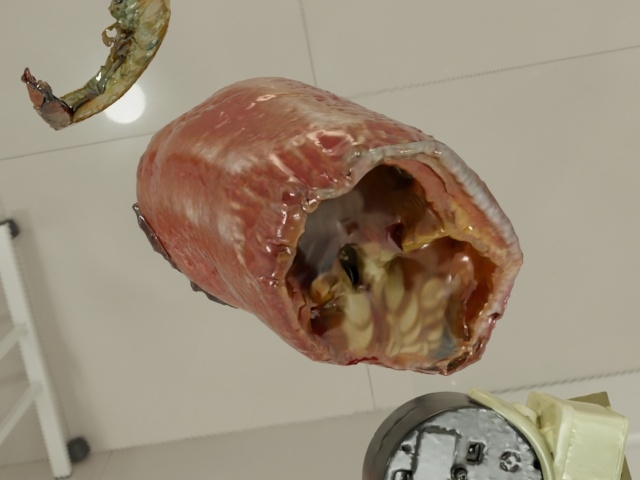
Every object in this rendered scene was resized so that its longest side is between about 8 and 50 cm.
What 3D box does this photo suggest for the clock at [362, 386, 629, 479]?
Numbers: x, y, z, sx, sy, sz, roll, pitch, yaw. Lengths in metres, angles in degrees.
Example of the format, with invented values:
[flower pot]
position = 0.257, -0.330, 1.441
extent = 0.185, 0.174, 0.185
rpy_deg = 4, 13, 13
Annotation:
[clock]
position = 0.156, 0.333, 0.841
extent = 0.277, 0.120, 0.378
rpy_deg = 7, 93, -11

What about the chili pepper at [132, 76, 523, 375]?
[chili pepper]
position = 0.000, 0.000, 0.701
extent = 0.229, 0.305, 0.251
rpy_deg = -39, 118, -5

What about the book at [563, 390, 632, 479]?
[book]
position = 0.295, 0.303, 1.186
extent = 0.231, 0.026, 0.161
rpy_deg = -13, 77, 3

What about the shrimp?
[shrimp]
position = -0.096, -0.101, 0.397
extent = 0.025, 0.091, 0.127
rpy_deg = 35, 137, 9
